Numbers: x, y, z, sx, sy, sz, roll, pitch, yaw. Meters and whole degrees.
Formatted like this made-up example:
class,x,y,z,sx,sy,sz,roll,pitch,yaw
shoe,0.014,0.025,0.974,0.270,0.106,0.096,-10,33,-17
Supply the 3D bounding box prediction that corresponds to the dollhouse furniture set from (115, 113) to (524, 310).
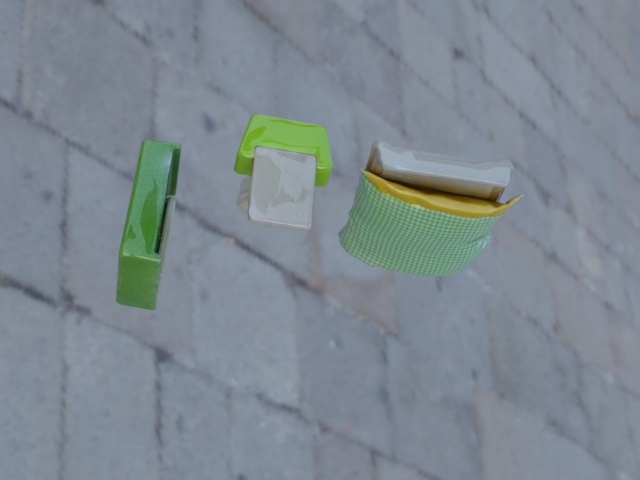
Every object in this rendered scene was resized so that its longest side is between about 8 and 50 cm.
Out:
class,x,y,z,sx,sy,sz,roll,pitch,yaw
dollhouse furniture set,0.000,0.000,0.538,0.076,0.152,0.058,108,-11,-55
